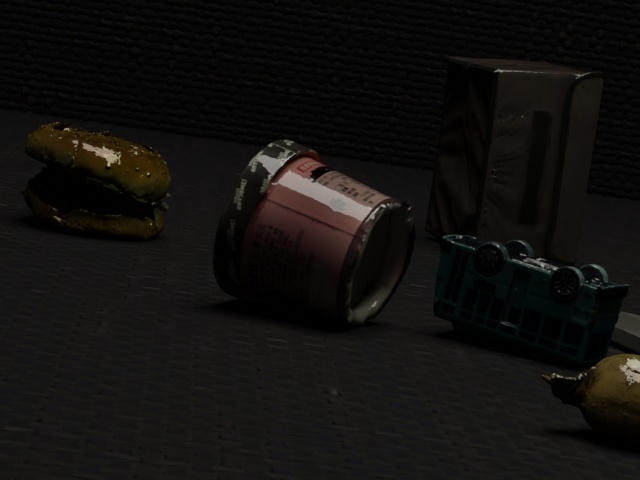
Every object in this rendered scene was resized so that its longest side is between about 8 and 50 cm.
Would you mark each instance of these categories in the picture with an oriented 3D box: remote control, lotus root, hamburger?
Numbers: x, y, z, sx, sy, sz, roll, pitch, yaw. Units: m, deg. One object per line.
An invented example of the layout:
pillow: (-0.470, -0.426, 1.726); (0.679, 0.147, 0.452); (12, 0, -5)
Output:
remote control: (0.321, 0.098, 1.611); (0.077, 0.022, 0.245); (8, 7, -20)
lotus root: (0.230, 0.114, 1.213); (0.152, 0.063, 0.072); (13, 17, 4)
hamburger: (-0.241, -0.069, 1.890); (0.185, 0.113, 0.177); (2, 9, -38)

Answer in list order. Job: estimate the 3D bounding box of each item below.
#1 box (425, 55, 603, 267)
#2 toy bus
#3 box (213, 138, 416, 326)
box: (0.246, -0.108, 2.217); (0.153, 0.252, 0.188); (5, 9, -17)
toy bus: (0.181, 0.052, 1.525); (0.160, 0.092, 0.079); (19, 9, 27)
box: (0.000, 0.000, 1.527); (0.135, 0.151, 0.151); (20, 11, 23)
